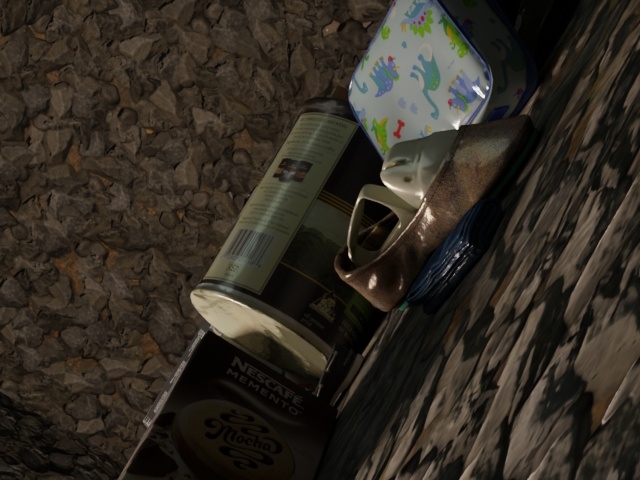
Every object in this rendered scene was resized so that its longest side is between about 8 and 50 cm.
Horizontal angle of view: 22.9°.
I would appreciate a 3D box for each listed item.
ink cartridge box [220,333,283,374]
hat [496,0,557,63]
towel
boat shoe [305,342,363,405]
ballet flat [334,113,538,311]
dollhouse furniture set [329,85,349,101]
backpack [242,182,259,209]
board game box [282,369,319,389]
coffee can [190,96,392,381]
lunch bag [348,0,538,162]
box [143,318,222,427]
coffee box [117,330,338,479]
[{"bbox_3d":[-0.110,0.183,1.917,0.092,0.090,0.143,-57,3,11],"label":"ink cartridge box"},{"bbox_3d":[0.150,-0.261,1.838,0.331,0.134,0.331,-53,22,32],"label":"hat"},{"bbox_3d":[0.118,0.012,1.394,0.067,0.029,0.119,-60,2,-40],"label":"towel"},{"bbox_3d":[0.000,0.170,1.724,0.125,0.038,0.046,-58,3,12],"label":"boat shoe"},{"bbox_3d":[0.094,-0.034,1.525,0.316,0.106,0.107,-56,4,49],"label":"ballet flat"},{"bbox_3d":[0.036,-0.096,2.310,0.151,0.197,0.301,-61,4,-20],"label":"dollhouse furniture set"},{"bbox_3d":[-0.038,-0.011,2.557,0.225,0.191,0.253,-59,-20,-17],"label":"backpack"},{"bbox_3d":[-0.077,0.268,1.898,0.193,0.053,0.305,-57,3,25],"label":"board game box"},{"bbox_3d":[0.000,0.000,1.862,0.275,0.201,0.201,-60,3,-17],"label":"coffee can"},{"bbox_3d":[0.129,-0.164,1.701,0.090,0.176,0.219,-15,-29,-35],"label":"lunch bag"},{"bbox_3d":[-0.086,0.154,2.089,0.216,0.060,0.270,15,-70,-56],"label":"box"},{"bbox_3d":[-0.104,0.235,1.542,0.119,0.168,0.297,-58,4,26],"label":"coffee box"}]
